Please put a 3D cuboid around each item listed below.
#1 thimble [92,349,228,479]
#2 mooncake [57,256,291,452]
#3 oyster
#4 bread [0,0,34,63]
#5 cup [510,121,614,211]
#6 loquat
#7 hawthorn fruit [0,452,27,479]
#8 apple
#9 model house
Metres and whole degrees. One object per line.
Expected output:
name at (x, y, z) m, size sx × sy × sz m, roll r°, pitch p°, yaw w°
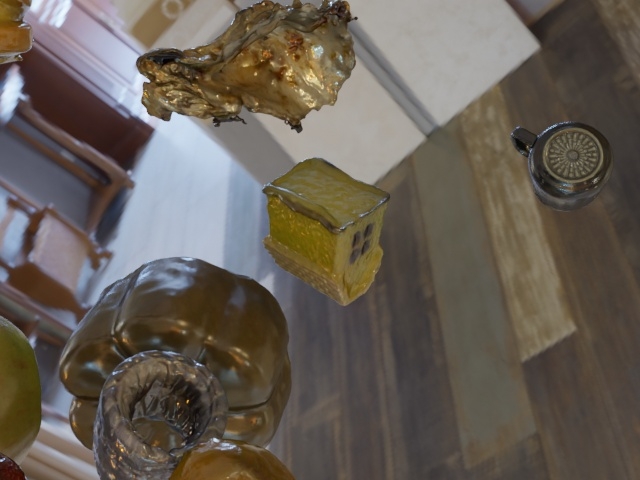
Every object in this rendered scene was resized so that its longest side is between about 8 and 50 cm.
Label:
thimble at (-0.257, 0.308, 1.452) m, size 0.236 × 0.205 × 0.172 m, roll -112°, pitch 34°, yaw -46°
mooncake at (-0.283, 0.270, 1.842) m, size 0.467 × 0.467 × 0.262 m, roll -38°, pitch 20°, yaw 25°
oyster at (-0.099, -0.240, 1.322) m, size 0.337 × 0.197 × 0.133 m, roll -24°, pitch 31°, yaw -26°
bread at (-0.581, -0.376, 1.342) m, size 0.211 × 0.316 × 0.270 m, roll -128°, pitch 45°, yaw -61°
cup at (0.502, -0.164, 1.921) m, size 0.223 × 0.176 × 0.169 m, roll 35°, pitch 86°, yaw 19°
loquat at (-0.118, 0.388, 1.271) m, size 0.187 × 0.234 × 0.176 m, roll -38°, pitch -7°, yaw 5°
hawthorn fruit at (-0.471, 0.352, 1.190) m, size 0.188 × 0.169 × 0.169 m, roll 115°, pitch 168°, yaw -47°
apple at (-0.603, 0.262, 1.428) m, size 0.339 × 0.305 × 0.338 m, roll 20°, pitch 117°, yaw 46°
model house at (0.000, 0.000, 1.682) m, size 0.193 × 0.234 × 0.175 m, roll 28°, pitch 38°, yaw 27°
